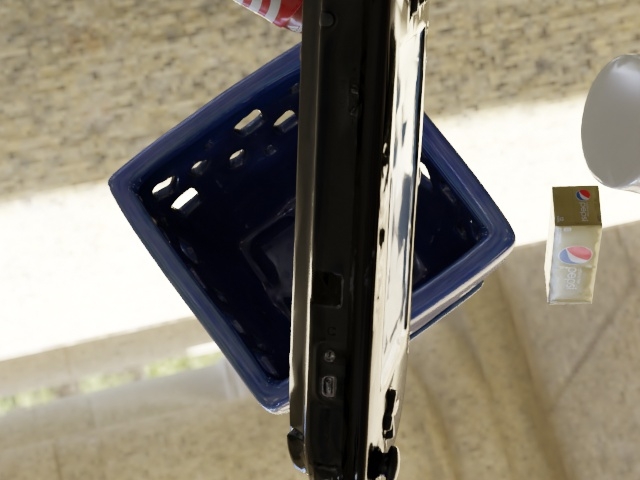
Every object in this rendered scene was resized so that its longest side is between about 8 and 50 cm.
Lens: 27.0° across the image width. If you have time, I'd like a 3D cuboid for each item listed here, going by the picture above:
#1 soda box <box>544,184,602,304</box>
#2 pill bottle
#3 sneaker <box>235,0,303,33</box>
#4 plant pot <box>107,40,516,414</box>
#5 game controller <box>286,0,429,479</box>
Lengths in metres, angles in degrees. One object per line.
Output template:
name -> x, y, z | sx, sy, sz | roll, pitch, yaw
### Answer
soda box -> 0.311, 0.009, 1.649 | 0.181, 0.058, 0.061 | 79, -169, -55
pill bottle -> 0.406, -0.097, 1.271 | 0.169, 0.301, 0.169 | -175, 90, -66
sneaker -> -0.006, -0.234, 0.810 | 0.087, 0.128, 0.221 | 144, 143, -63
plant pot -> 0.000, 0.000, 1.100 | 0.236, 0.236, 0.212 | 54, 176, 15
game controller -> 0.031, -0.022, 0.711 | 0.166, 0.067, 0.319 | -36, -49, -65
